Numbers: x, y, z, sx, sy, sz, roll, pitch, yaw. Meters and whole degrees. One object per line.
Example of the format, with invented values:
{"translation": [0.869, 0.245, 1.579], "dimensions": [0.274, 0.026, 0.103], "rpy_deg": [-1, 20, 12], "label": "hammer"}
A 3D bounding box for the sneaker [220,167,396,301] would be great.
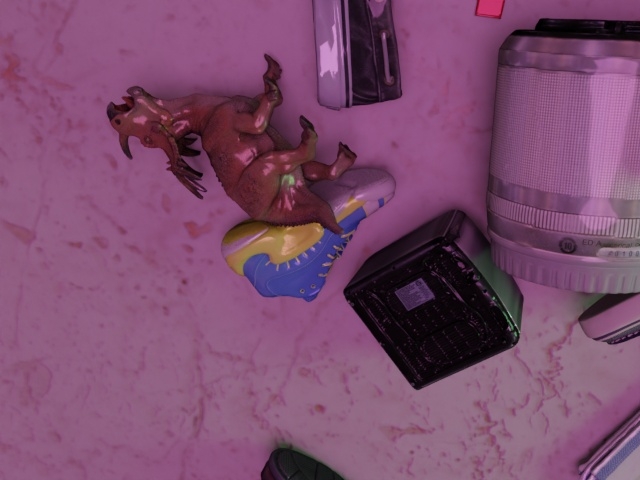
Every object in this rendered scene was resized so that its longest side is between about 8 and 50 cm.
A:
{"translation": [0.000, 0.000, 1.019], "dimensions": [0.240, 0.091, 0.126], "rpy_deg": [-21, 116, 16], "label": "sneaker"}

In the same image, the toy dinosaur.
{"translation": [-0.090, -0.091, 0.950], "dimensions": [0.200, 0.127, 0.295], "rpy_deg": [-43, 81, 15], "label": "toy dinosaur"}

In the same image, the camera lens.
{"translation": [0.300, -0.102, 0.886], "dimensions": [0.219, 0.219, 0.274], "rpy_deg": [3, 106, 4], "label": "camera lens"}

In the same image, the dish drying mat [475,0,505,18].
{"translation": [0.206, -0.306, 0.947], "dimensions": [0.032, 0.008, 0.083], "rpy_deg": [10, 107, 3], "label": "dish drying mat"}

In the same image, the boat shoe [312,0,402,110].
{"translation": [0.046, -0.318, 0.914], "dimensions": [0.119, 0.121, 0.335], "rpy_deg": [-4, 116, -2], "label": "boat shoe"}

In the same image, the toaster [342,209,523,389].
{"translation": [0.149, 0.069, 0.989], "dimensions": [0.186, 0.110, 0.168], "rpy_deg": [-32, 102, 30], "label": "toaster"}

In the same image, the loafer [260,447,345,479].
{"translation": [0.032, 0.408, 1.114], "dimensions": [0.302, 0.109, 0.095], "rpy_deg": [36, 109, -9], "label": "loafer"}

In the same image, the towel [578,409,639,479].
{"translation": [0.519, 0.328, 1.086], "dimensions": [0.285, 0.034, 0.209], "rpy_deg": [38, 103, -8], "label": "towel"}

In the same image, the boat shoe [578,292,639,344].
{"translation": [0.488, 0.077, 0.927], "dimensions": [0.340, 0.127, 0.158], "rpy_deg": [-30, 87, 20], "label": "boat shoe"}
